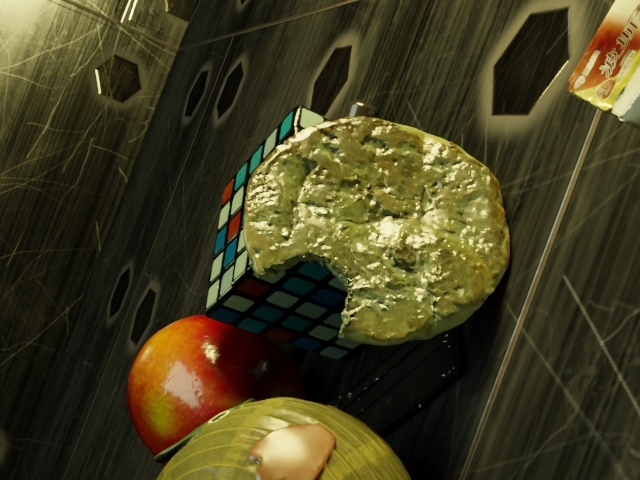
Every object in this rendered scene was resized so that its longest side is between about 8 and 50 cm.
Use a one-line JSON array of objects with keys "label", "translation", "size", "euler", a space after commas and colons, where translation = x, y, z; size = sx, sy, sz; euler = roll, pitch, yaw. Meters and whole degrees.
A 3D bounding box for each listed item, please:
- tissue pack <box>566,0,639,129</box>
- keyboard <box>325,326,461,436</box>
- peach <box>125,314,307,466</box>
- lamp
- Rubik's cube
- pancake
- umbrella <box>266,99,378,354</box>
[{"label": "tissue pack", "translation": [0.264, -0.142, 0.645], "size": [0.149, 0.106, 0.099], "euler": [-61, 25, 15]}, {"label": "keyboard", "translation": [0.063, 0.160, 0.938], "size": [0.250, 0.017, 0.087], "euler": [-47, 31, 40]}, {"label": "peach", "translation": [-0.129, 0.191, 1.090], "size": [0.226, 0.196, 0.190], "euler": [7, 66, 41]}, {"label": "lamp", "translation": [-0.021, 0.262, 0.806], "size": [0.250, 0.284, 0.250], "euler": [-2, 84, 23]}, {"label": "Rubik's cube", "translation": [0.000, 0.000, 1.001], "size": [0.182, 0.187, 0.184], "euler": [-42, 32, 47]}, {"label": "pancake", "translation": [0.056, -0.017, 0.853], "size": [0.037, 0.253, 0.254], "euler": [102, 175, -58]}, {"label": "umbrella", "translation": [-0.005, -0.017, 1.166], "size": [0.067, 0.073, 0.337], "euler": [23, 91, 46]}]
